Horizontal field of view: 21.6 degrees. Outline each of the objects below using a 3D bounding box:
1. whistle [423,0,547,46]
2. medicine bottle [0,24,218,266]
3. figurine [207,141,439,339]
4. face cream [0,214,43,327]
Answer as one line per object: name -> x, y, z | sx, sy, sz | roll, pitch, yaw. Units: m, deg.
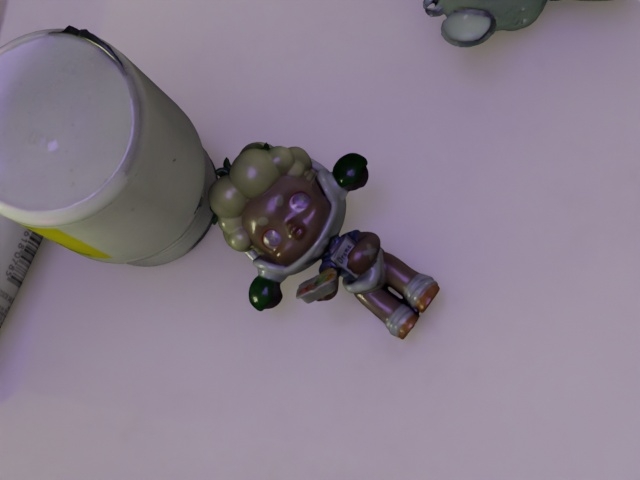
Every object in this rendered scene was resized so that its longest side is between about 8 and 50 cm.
whistle -> 0.194, -0.219, 1.325 | 0.236, 0.077, 0.114 | -19, 49, 1
medicine bottle -> -0.164, -0.059, 1.266 | 0.143, 0.258, 0.143 | -2, 81, 11
figurine -> -0.001, 0.000, 1.309 | 0.197, 0.093, 0.147 | 38, 99, 14
face cream -> -0.269, 0.032, 1.364 | 0.058, 0.092, 0.243 | 19, 79, 8
